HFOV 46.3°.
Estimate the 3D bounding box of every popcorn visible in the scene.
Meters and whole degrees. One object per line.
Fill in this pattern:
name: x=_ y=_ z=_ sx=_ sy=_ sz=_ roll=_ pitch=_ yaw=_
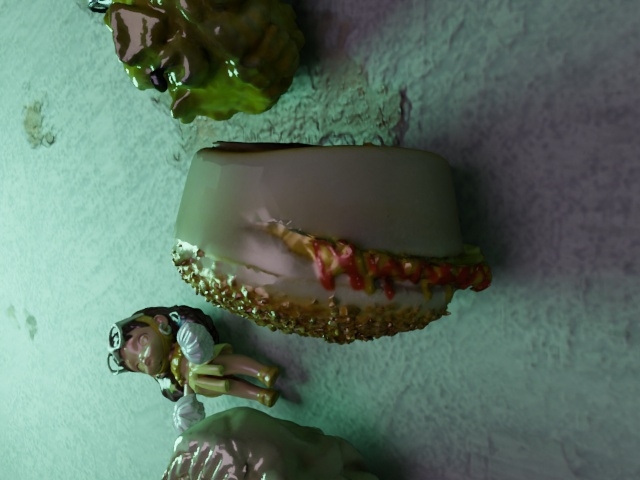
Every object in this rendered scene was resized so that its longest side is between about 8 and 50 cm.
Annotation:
popcorn: x=-0.127 y=-0.222 z=0.810 sx=0.189 sy=0.169 sz=0.218 roll=-26 pitch=118 yaw=16

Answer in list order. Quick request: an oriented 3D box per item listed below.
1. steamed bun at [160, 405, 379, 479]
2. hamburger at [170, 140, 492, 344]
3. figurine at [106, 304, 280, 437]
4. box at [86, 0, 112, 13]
steamed bun: x=-0.044 y=0.334 z=0.880 sx=0.275 sy=0.206 sz=0.320 roll=-3 pitch=99 yaw=25
hamburger: x=0.000 y=0.000 z=0.711 sx=0.294 sy=0.276 sz=0.179 roll=8 pitch=95 yaw=43
figurine: x=-0.171 y=0.163 z=0.999 sx=0.240 sy=0.116 sz=0.174 roll=20 pitch=115 yaw=29
box: x=-0.249 y=-0.476 z=0.907 sx=0.190 sy=0.112 sz=0.369 roll=-15 pitch=91 yaw=42
